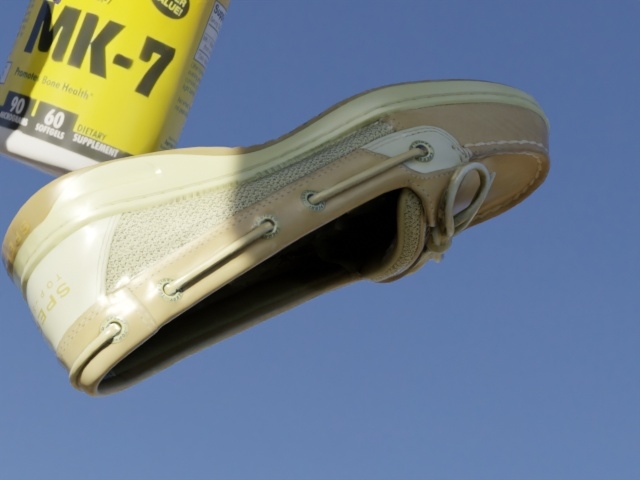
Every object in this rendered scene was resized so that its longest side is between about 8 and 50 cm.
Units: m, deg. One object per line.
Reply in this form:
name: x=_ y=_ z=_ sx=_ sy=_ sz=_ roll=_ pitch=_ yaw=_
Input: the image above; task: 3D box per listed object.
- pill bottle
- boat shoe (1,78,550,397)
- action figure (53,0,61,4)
pill bottle: x=-0.126 y=-0.136 z=0.962 sx=0.119 sy=0.208 sz=0.119 roll=20 pitch=-3 yaw=1
boat shoe: x=0.000 y=-0.001 z=0.377 sx=0.153 sy=0.048 sz=0.056 roll=-13 pitch=-33 yaw=-32
action figure: x=-0.138 y=-0.231 z=0.371 sx=0.276 sy=0.248 sz=0.370 roll=-13 pitch=-71 yaw=42
